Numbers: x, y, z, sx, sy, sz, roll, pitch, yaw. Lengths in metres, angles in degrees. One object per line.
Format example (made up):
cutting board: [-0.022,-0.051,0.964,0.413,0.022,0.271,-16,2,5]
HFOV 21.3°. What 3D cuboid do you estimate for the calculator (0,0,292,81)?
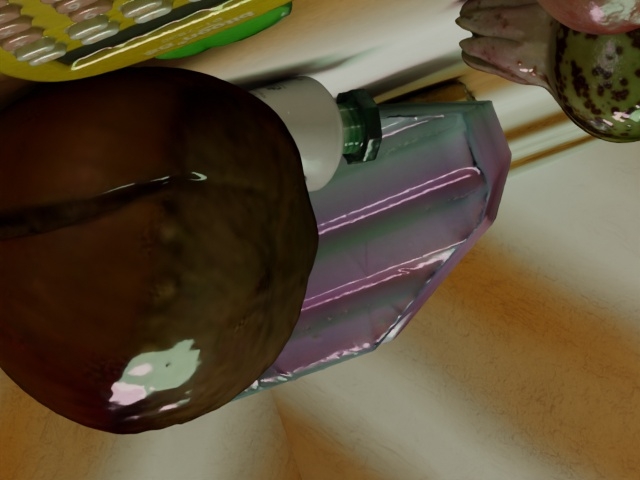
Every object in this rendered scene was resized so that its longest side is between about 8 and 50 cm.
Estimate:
calculator: [-0.067,-0.100,0.652,0.146,0.032,0.235,-20,176,10]

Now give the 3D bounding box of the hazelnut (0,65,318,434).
hazelnut: [-0.111,-0.002,0.883,0.208,0.208,0.208,-20,177,-1]

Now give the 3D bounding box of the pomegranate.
pomegranate: [0.174,-0.114,1.052,0.163,0.125,0.138,-19,-170,13]

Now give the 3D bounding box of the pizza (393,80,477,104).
pizza: [0.070,-0.097,1.550,0.181,0.034,0.262,-21,177,16]

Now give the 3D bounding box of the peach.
peach: [0.141,-0.141,0.846,0.083,0.083,0.083,-20,177,-1]

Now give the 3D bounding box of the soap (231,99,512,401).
soap: [0.000,0.000,1.355,0.324,0.192,0.109,-22,178,23]

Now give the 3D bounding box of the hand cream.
hand cream: [-0.117,-0.050,1.060,0.336,0.076,0.121,-11,171,-28]
